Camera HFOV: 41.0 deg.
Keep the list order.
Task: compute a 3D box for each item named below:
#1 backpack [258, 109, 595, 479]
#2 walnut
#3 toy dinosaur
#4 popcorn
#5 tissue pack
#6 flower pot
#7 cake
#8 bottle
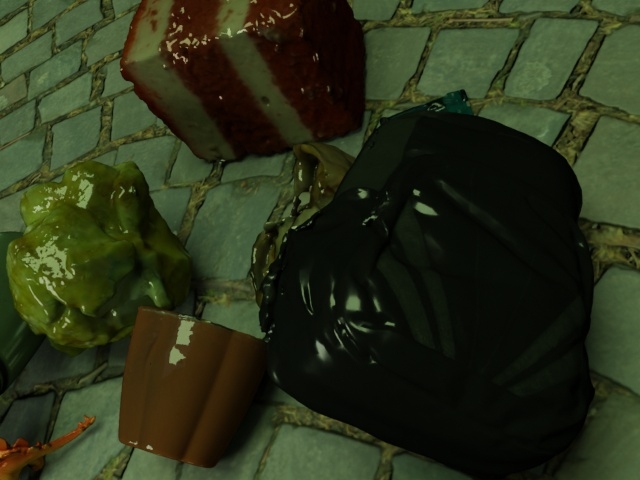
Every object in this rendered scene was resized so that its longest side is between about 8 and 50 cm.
[{"bbox_3d":[0.144,0.031,0.962,0.364,0.254,0.445,27,53,-4],"label":"backpack"},{"bbox_3d":[0.004,0.004,1.144,0.204,0.141,0.238,-105,35,-46],"label":"walnut"},{"bbox_3d":[-0.452,0.316,1.191,0.288,0.117,0.070,-35,47,6],"label":"toy dinosaur"},{"bbox_3d":[-0.325,0.022,1.226,0.226,0.276,0.276,-23,49,23],"label":"popcorn"},{"bbox_3d":[0.157,-0.178,1.276,0.138,0.028,0.085,-22,50,17],"label":"tissue pack"},{"bbox_3d":[-0.168,0.193,1.098,0.191,0.191,0.173,6,74,32],"label":"flower pot"},{"bbox_3d":[-0.115,-0.313,1.357,0.320,0.269,0.269,-10,54,21],"label":"cake"},{"bbox_3d":[-0.498,0.145,1.246,0.169,0.168,0.347,-14,33,20],"label":"bottle"}]
